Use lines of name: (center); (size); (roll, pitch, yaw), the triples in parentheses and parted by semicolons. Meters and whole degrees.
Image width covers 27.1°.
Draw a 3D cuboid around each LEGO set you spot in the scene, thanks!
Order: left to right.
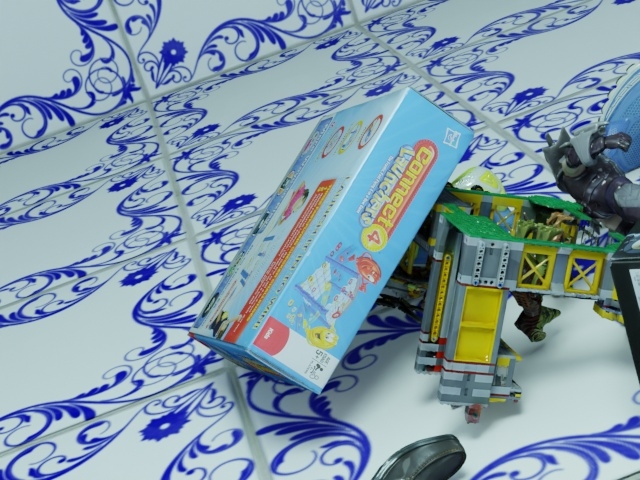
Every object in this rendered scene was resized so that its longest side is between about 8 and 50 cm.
LEGO set: (0.190, 0.068, 1.339); (0.255, 0.192, 0.331); (4, 13, -21)

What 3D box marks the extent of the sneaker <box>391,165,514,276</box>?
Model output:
sneaker: (0.148, 0.017, 1.570); (0.091, 0.126, 0.240); (-38, -2, -40)

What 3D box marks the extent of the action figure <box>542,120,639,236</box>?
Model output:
action figure: (0.343, -0.039, 1.435); (0.099, 0.185, 0.285); (-51, 38, 5)

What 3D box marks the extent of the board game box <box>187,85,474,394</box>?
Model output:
board game box: (0.000, 0.000, 1.419); (0.308, 0.086, 0.302); (-58, 14, -9)

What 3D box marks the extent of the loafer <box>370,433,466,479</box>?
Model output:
loafer: (0.066, 0.229, 1.148); (0.170, 0.062, 0.061); (-32, 46, -22)

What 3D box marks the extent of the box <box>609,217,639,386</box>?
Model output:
box: (0.329, 0.060, 1.154); (0.077, 0.180, 0.147); (-3, 26, 36)

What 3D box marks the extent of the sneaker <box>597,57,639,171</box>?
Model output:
sneaker: (0.498, -0.182, 1.661); (0.330, 0.130, 0.147); (-33, 44, 17)
